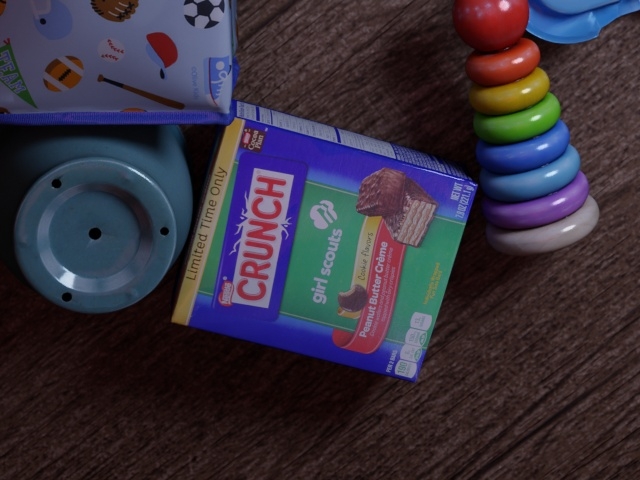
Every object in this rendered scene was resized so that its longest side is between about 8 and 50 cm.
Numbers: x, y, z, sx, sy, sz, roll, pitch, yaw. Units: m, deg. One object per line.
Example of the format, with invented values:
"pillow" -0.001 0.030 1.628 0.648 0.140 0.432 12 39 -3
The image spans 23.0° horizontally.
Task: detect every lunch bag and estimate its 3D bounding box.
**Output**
"lunch bag" -0.289 -0.306 1.746 0.385 0.239 0.328 -3 115 1

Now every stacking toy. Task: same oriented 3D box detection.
"stacking toy" 0.226 -0.153 1.861 0.141 0.141 0.330 -17 111 5

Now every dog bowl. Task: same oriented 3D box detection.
"dog bowl" 0.358 -0.342 1.874 0.297 0.074 0.166 -17 102 6

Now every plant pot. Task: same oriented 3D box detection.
"plant pot" -0.270 -0.036 1.844 0.271 0.255 0.272 -3 108 -10

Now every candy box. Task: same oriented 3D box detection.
"candy box" 0.000 0.000 1.926 0.317 0.122 0.268 15 102 -7
